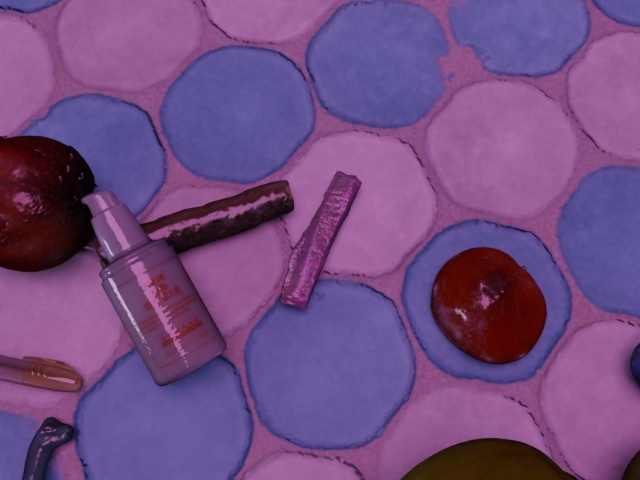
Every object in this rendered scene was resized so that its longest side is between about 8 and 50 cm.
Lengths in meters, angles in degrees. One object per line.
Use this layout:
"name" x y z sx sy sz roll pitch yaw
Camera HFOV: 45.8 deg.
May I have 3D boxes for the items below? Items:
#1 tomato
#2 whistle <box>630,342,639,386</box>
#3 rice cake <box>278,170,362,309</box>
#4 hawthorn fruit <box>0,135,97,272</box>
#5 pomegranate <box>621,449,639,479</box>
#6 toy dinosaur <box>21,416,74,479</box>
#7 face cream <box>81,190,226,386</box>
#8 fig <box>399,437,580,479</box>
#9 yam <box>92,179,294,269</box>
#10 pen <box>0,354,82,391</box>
"tomato" 0.222 0.078 0.976 0.139 0.091 0.159 -35 77 -10
"whistle" 0.440 0.149 0.970 0.090 0.090 0.158 22 33 6
"rice cake" 0.000 0.000 1.028 0.047 0.036 0.207 21 72 17
"hawthorn fruit" -0.407 -0.042 0.975 0.235 0.181 0.181 -11 72 9
"pomegranate" 0.421 0.322 0.859 0.179 0.179 0.211 32 86 10
"toy dinosaur" -0.456 0.405 0.869 0.383 0.129 0.331 -15 62 -4
"face cream" -0.217 0.049 0.941 0.101 0.101 0.252 -29 91 -10
"fig" 0.156 0.358 0.803 0.326 0.258 0.258 -28 74 4
"yam" -0.168 -0.020 1.023 0.274 0.061 0.061 -18 73 -8
"pen" -0.417 0.157 0.974 0.233 0.032 0.040 12 49 4
